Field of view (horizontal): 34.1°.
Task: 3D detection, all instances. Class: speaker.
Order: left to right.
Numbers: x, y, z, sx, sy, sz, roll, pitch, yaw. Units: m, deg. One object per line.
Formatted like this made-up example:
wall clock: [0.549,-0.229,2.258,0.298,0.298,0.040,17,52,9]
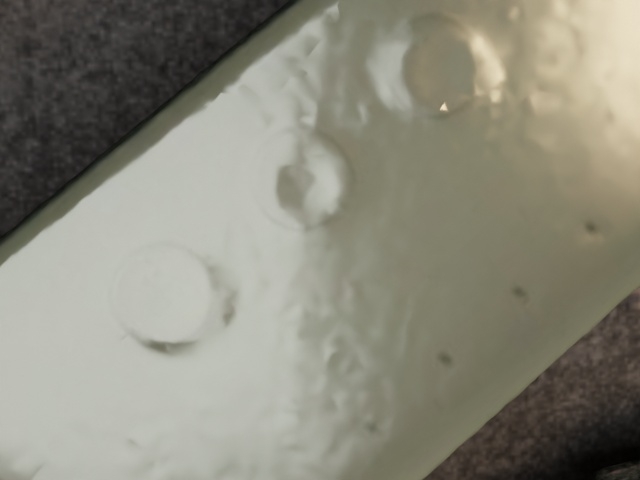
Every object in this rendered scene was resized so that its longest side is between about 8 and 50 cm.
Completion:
speaker: [0.000,0.000,0.480,0.406,0.183,0.184,-40,99,-5]

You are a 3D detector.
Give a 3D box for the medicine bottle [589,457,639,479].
medicine bottle: [0.301,0.137,0.564,0.293,0.141,0.141,-16,101,4]
